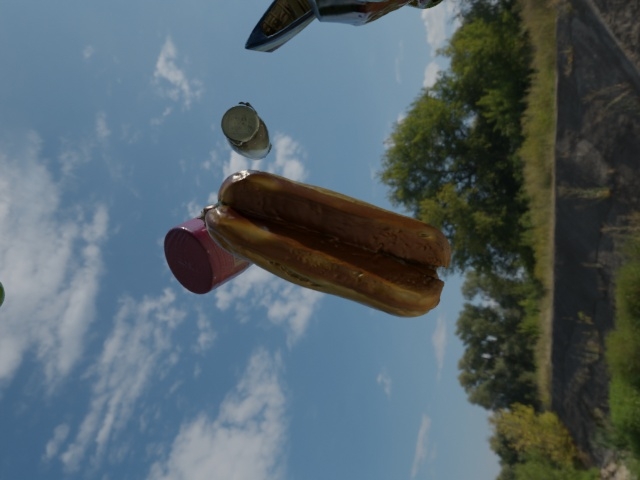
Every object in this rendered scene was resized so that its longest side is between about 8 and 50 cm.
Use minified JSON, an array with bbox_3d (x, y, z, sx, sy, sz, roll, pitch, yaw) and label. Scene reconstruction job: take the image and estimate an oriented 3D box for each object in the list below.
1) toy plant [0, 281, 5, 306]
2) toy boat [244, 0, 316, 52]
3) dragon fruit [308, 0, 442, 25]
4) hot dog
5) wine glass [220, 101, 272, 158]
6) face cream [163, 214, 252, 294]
[{"bbox_3d":[-0.824,0.137,0.954,0.315,0.184,0.224,-12,-55,-20],"label":"toy plant"},{"bbox_3d":[-0.022,-0.361,0.713,0.080,0.229,0.046,60,-158,18],"label":"toy boat"},{"bbox_3d":[0.010,-0.256,0.282,0.295,0.130,0.268,54,-170,-47],"label":"dragon fruit"},{"bbox_3d":[0.000,0.000,0.624,0.100,0.337,0.135,84,-156,-75],"label":"hot dog"},{"bbox_3d":[-0.192,-0.279,1.251,0.204,0.111,0.111,68,-151,-84],"label":"wine glass"},{"bbox_3d":[-0.252,0.015,1.156,0.195,0.175,0.175,-31,-59,-47],"label":"face cream"}]
